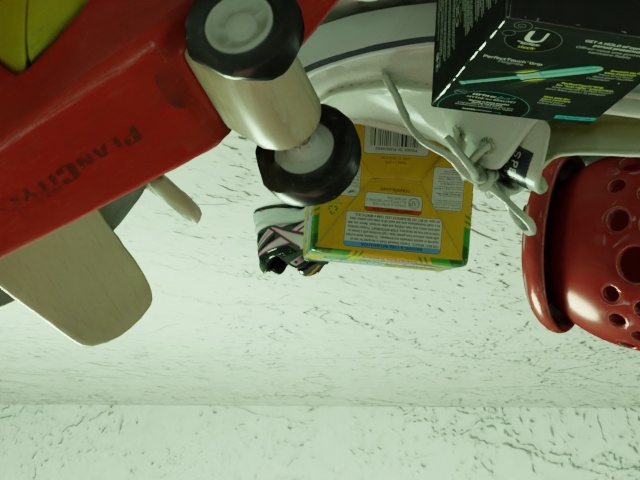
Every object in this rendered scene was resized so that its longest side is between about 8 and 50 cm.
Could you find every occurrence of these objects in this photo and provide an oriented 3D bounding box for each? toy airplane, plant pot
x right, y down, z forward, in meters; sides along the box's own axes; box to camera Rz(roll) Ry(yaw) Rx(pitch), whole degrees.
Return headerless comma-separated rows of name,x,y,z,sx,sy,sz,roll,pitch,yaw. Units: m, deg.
toy airplane,-0.199,-0.079,0.881,0.384,0.272,0.386,-1,138,-36
plant pot,0.285,0.009,1.450,0.174,0.191,0.191,2,166,26

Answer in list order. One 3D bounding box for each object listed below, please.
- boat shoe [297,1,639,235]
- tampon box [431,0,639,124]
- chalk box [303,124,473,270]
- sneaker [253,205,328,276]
boat shoe,0.145,-0.084,1.185,0.367,0.156,0.136,0,165,14
tampon box,0.151,-0.152,1.030,0.120,0.101,0.161,6,164,-12
chalk box,0.055,-0.042,1.385,0.132,0.132,0.213,4,176,-2
sneaker,0.000,0.000,1.707,0.072,0.077,0.178,15,161,-40
